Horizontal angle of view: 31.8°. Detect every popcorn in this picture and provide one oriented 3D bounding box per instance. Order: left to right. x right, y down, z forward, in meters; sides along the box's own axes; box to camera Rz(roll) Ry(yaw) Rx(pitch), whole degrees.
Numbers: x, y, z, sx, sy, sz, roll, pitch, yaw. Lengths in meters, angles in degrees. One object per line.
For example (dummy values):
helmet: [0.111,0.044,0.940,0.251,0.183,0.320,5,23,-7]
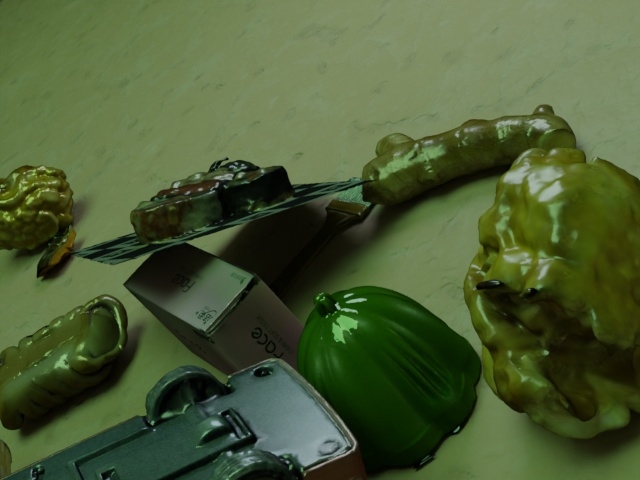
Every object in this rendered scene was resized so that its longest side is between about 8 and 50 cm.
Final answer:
popcorn: [-0.534,-0.051,2.002,0.194,0.163,0.140,-7,53,-6]
popcorn: [0.212,0.048,0.990,0.190,0.191,0.253,-26,39,49]

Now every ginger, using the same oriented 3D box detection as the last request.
ginger: [0.173,-0.102,1.352,0.299,0.065,0.118,-8,49,39]

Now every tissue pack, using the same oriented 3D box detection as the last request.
tissue pack: [-0.115,0.094,1.331,0.092,0.148,0.246,-49,29,-14]

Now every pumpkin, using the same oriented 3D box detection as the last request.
pumpkin: [-0.445,0.022,1.907,0.073,0.035,0.101,-23,35,47]

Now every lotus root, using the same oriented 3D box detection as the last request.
lotus root: [0.043,0.110,1.108,0.186,0.186,0.186,-28,32,19]

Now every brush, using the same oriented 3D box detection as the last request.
brush: [0.000,0.000,1.460,0.218,0.010,0.082,-50,32,-15]

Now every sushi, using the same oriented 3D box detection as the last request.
sushi: [-0.147,-0.059,1.433,0.339,0.068,0.320,-19,8,-20]

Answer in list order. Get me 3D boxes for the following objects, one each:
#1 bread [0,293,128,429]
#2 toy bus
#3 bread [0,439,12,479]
bread: [-0.363,0.173,1.562,0.225,0.081,0.134,-29,37,15]
toy bus: [-0.168,0.283,0.949,0.427,0.233,0.203,-24,27,-15]
bread: [-0.504,0.332,1.412,0.250,0.179,0.133,-34,35,9]
